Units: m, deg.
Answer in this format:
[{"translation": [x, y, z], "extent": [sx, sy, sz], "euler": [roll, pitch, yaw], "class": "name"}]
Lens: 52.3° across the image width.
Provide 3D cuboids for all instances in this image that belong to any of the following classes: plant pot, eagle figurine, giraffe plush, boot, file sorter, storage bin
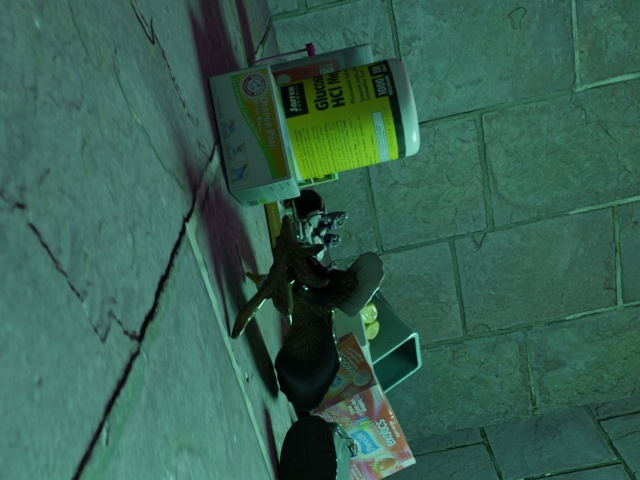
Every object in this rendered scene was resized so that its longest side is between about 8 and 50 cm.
[{"translation": [0.109, 0.290, 1.851], "extent": [0.252, 0.248, 0.247], "euler": [51, -12, 33], "class": "plant pot"}, {"translation": [-0.016, 0.100, 0.986], "extent": [0.225, 0.226, 0.298], "euler": [55, -6, 38], "class": "eagle figurine"}, {"translation": [0.030, 0.193, 1.690], "extent": [0.181, 0.210, 0.170], "euler": [-67, -154, 17], "class": "giraffe plush"}, {"translation": [-0.012, 0.394, 0.983], "extent": [0.161, 0.083, 0.246], "euler": [90, -5, -73], "class": "boot"}, {"translation": [-0.064, -0.335, 1.742], "extent": [0.202, 0.182, 0.291], "euler": [40, 37, -83], "class": "file sorter"}, {"translation": [0.017, 0.398, 1.171], "extent": [0.135, 0.098, 0.091], "euler": [66, 21, -47], "class": "storage bin"}]

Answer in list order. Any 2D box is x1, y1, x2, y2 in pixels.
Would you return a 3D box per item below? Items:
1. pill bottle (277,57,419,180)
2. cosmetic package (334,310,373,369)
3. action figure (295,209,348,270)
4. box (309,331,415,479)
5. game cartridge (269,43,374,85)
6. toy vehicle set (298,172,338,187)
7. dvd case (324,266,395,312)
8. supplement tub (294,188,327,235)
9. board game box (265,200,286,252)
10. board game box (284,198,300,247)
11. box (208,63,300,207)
[{"translation": [0.009, -0.221, 1.246], "extent": [0.188, 0.334, 0.188], "euler": [-13, 90, -87], "class": "pill bottle"}, {"translation": [0.030, 0.232, 1.466], "extent": [0.184, 0.151, 0.151], "euler": [-98, 176, -51], "class": "cosmetic package"}, {"translation": [0.000, 0.000, 1.786], "extent": [0.285, 0.099, 0.185], "euler": [-50, 143, -68], "class": "action figure"}, {"translation": [0.072, 0.354, 1.341], "extent": [0.154, 0.142, 0.300], "euler": [-115, 180, -50], "class": "box"}, {"translation": [-0.018, -0.284, 1.367], "extent": [0.060, 0.294, 0.196], "euler": [-99, 176, -78], "class": "game cartridge"}, {"translation": [-0.053, -0.194, 1.533], "extent": [0.267, 0.166, 0.035], "euler": [67, 11, -70], "class": "toy vehicle set"}, {"translation": [0.084, 0.145, 1.931], "extent": [0.022, 0.253, 0.180], "euler": [-55, 129, -22], "class": "dvd case"}, {"translation": [-0.031, -0.074, 1.985], "extent": [0.198, 0.106, 0.106], "euler": [70, 8, -70], "class": "supplement tub"}, {"translation": [-0.097, -0.052, 1.454], "extent": [0.124, 0.039, 0.259], "euler": [70, 6, -71], "class": "board game box"}, {"translation": [-0.060, 0.012, 1.839], "extent": [0.136, 0.030, 0.260], "euler": [-99, 175, -71], "class": "board game box"}, {"translation": [-0.109, -0.173, 1.089], "extent": [0.114, 0.103, 0.203], "euler": [63, 15, -78], "class": "box"}]
